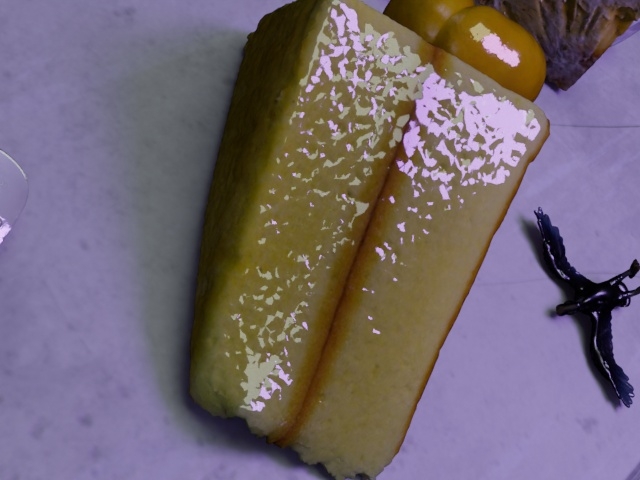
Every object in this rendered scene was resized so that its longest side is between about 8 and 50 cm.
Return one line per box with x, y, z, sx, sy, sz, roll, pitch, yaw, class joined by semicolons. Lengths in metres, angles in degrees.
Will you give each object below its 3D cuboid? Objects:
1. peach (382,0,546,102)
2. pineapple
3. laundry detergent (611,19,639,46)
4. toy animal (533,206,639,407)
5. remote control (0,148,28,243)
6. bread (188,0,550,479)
0.136;-0.185;1.012;0.179;0.179;0.103;30;91;-16;peach
0.274;-0.270;1.168;0.236;0.186;0.114;15;46;29;pineapple
0.294;-0.395;1.268;0.159;0.088;0.335;-30;83;-3;laundry detergent
0.283;0.059;1.048;0.108;0.062;0.220;-21;77;-21;toy animal
-0.282;0.023;0.704;0.073;0.044;0.229;39;58;-20;remote control
0.000;0.000;0.893;0.233;0.245;0.361;26;83;-21;bread
